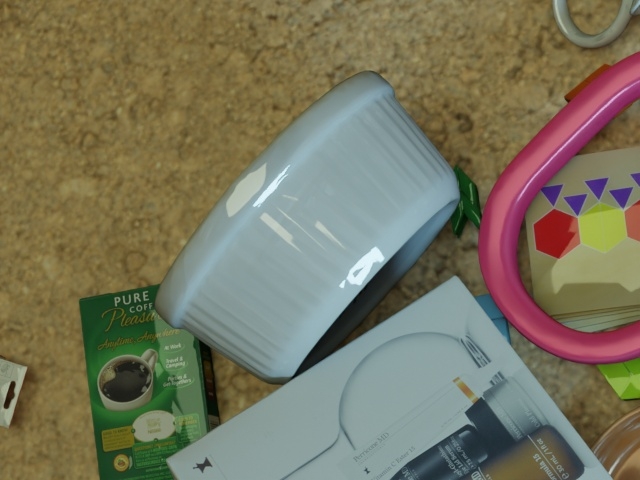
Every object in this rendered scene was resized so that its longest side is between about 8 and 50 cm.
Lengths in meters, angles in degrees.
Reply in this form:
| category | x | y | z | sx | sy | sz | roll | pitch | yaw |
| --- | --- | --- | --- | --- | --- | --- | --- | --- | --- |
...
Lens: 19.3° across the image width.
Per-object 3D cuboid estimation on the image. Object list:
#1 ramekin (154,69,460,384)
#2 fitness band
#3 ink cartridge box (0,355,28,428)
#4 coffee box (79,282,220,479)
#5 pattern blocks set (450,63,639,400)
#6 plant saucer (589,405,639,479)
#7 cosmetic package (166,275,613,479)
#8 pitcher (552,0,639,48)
| category | x | y | z | sx | sy | sz | roll | pitch | yaw |
| --- | --- | --- | --- | --- | --- | --- | --- | --- | --- |
| ramekin | 0.000 | 0.000 | 1.550 | 0.127 | 0.273 | 0.273 | 42 | 95 | 7 |
| fitness band | 0.265 | -0.029 | 1.548 | 0.291 | 0.054 | 0.209 | -44 | 68 | 5 |
| ink cartridge box | -0.324 | 0.131 | 1.746 | 0.115 | 0.029 | 0.063 | 15 | 86 | 19 |
| coffee box | -0.150 | 0.133 | 1.684 | 0.113 | 0.040 | 0.184 | -13 | 77 | 15 |
| pattern blocks set | 0.265 | -0.008 | 1.583 | 0.324 | 0.026 | 0.286 | 0 | 80 | 18 |
| plant saucer | 0.303 | 0.226 | 1.526 | 0.200 | 0.037 | 0.200 | -3 | 80 | 18 |
| cosmetic package | 0.098 | 0.255 | 1.467 | 0.284 | 0.097 | 0.377 | -33 | 67 | -9 |
| pitcher | 0.241 | -0.283 | 1.600 | 0.177 | 0.125 | 0.207 | -33 | 83 | 26 |
